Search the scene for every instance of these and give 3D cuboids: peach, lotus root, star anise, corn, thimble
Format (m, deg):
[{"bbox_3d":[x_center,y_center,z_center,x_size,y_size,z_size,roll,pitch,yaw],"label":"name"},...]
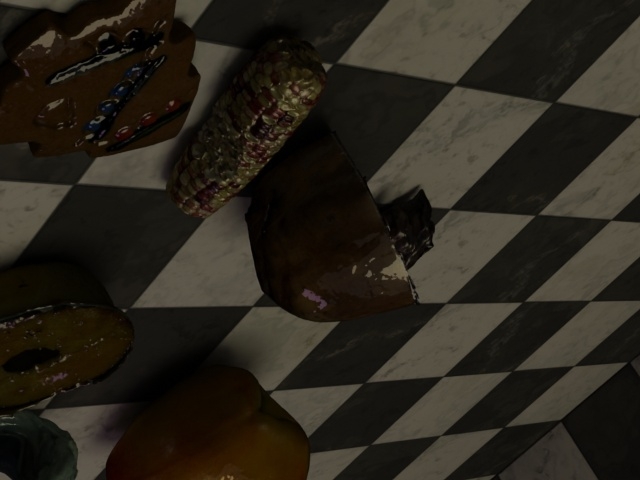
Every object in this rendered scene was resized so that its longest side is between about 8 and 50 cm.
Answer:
[{"bbox_3d":[-0.178,0.360,2.246,0.308,0.289,0.289,-42,152,8],"label":"peach"},{"bbox_3d":[0.000,0.000,1.843,0.192,0.272,0.272,-19,153,-1],"label":"lotus root"},{"bbox_3d":[0.083,0.029,2.129,0.223,0.109,0.236,-24,155,-3],"label":"star anise"},{"bbox_3d":[-0.097,-0.128,1.675,0.098,0.098,0.290,0,143,-46],"label":"corn"},{"bbox_3d":[-0.471,0.346,1.985,0.250,0.205,0.172,-5,144,-32],"label":"thimble"}]

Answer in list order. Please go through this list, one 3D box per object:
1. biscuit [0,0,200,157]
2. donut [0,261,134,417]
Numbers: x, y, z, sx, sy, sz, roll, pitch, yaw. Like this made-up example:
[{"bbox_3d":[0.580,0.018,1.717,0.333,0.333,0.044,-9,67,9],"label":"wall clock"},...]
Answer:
[{"bbox_3d":[-0.227,-0.167,1.522,0.278,0.043,0.301,-38,153,15],"label":"biscuit"},{"bbox_3d":[-0.386,0.123,1.811,0.272,0.107,0.272,-20,149,-12],"label":"donut"}]
